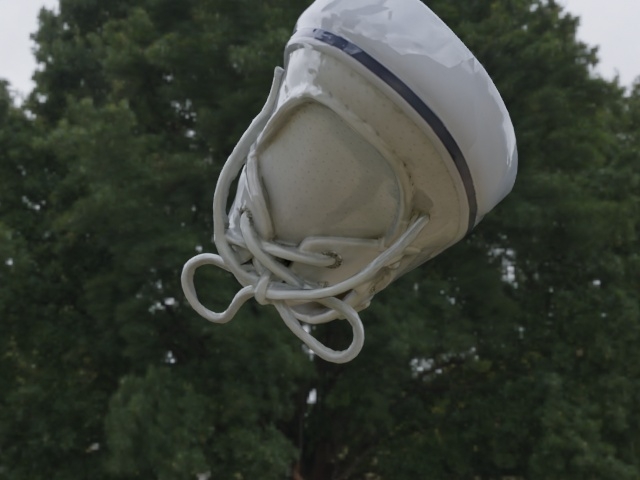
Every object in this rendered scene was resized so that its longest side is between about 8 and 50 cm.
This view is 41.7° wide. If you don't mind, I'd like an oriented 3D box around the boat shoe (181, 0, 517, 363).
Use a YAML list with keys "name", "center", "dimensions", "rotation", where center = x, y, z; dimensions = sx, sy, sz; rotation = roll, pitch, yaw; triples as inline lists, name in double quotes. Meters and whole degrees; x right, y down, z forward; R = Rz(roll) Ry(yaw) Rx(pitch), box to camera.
- name: "boat shoe"
  center: [-0.007, -0.006, 0.493]
  dimensions: [0.136, 0.156, 0.367]
  rotation: [43, -11, 4]
